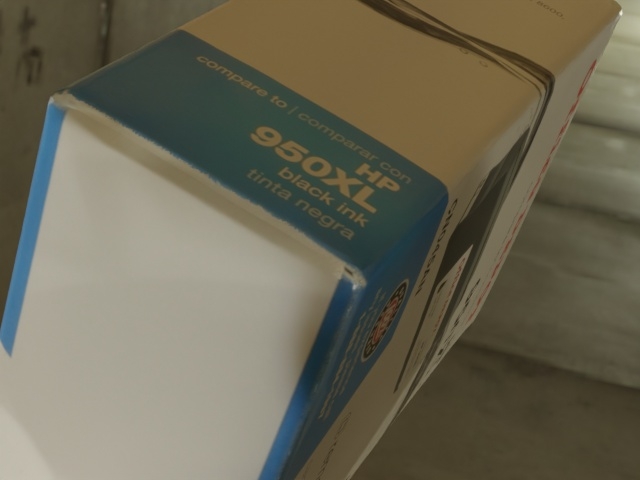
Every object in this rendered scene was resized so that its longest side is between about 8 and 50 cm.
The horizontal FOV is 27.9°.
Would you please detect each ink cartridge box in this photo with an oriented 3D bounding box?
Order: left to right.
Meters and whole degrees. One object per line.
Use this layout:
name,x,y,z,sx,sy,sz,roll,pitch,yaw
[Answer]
ink cartridge box,0.000,0.000,0.749,0.395,0.166,0.285,-43,-21,-52
